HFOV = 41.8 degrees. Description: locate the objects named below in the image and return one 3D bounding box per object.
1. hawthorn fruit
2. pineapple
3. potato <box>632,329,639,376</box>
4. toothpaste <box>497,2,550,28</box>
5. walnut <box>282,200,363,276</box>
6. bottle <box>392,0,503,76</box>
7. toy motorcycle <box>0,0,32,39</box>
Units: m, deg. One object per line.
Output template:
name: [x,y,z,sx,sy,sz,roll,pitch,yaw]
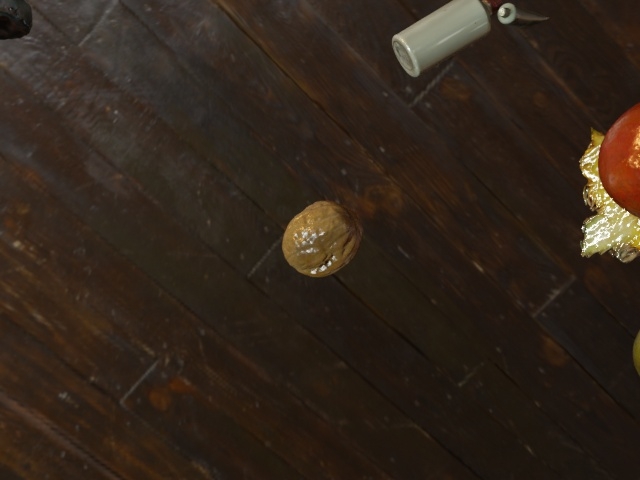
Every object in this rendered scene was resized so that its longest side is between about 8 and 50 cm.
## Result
hawthorn fruit: [0.316,-0.079,0.780,0.125,0.140,0.125,-13,126,-18]
pineapple: [0.463,-0.031,1.223,0.250,0.140,0.164,37,112,17]
potato: [0.319,0.074,0.574,0.194,0.157,0.157,-22,108,12]
toothpaste: [0.418,-0.464,1.749,0.064,0.218,0.041,-20,85,33]
walnut: [0.000,0.000,1.791,0.184,0.155,0.155,-35,108,26]
bottle: [0.278,-0.449,1.778,0.245,0.104,0.104,-31,108,-6]
toy motorcycle: [-0.299,-0.130,0.414,0.260,0.206,0.154,6,84,-51]
